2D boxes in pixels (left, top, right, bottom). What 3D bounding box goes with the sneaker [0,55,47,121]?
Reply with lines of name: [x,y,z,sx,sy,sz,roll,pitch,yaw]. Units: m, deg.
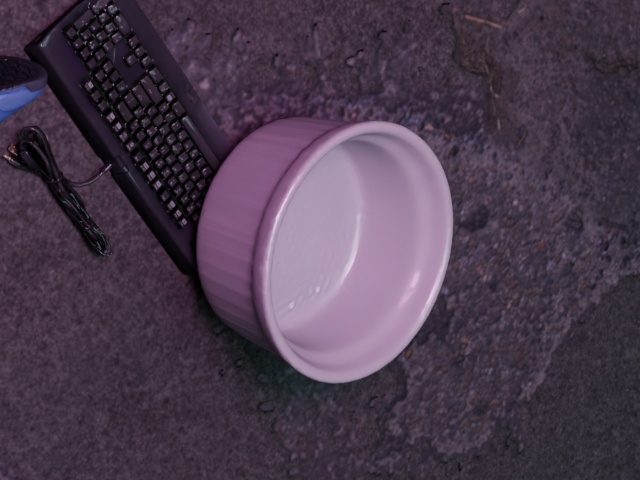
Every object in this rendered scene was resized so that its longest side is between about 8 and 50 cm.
sneaker: [-0.348,-0.109,1.633,0.209,0.069,0.082,-24,133,-30]

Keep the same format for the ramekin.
ramekin: [0.000,0.000,1.857,0.277,0.135,0.277,-17,114,-41]

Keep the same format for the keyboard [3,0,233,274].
keyboard: [-0.194,-0.086,1.772,0.201,0.033,0.317,-45,124,-17]
